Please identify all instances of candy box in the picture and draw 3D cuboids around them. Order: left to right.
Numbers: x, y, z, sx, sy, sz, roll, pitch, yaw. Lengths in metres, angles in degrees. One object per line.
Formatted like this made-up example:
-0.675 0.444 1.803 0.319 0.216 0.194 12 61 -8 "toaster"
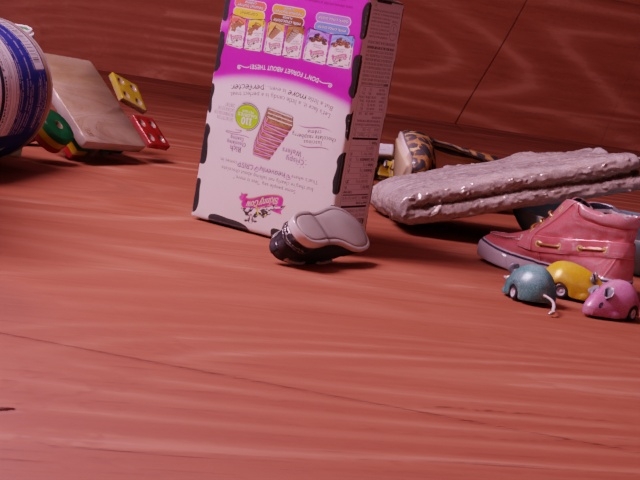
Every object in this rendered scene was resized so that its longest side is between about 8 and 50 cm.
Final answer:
-0.022 -0.120 1.436 0.159 0.233 0.071 16 10 31 "candy box"

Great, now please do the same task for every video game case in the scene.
0.042 -0.123 2.175 0.143 0.019 0.157 5 -3 10 "video game case"

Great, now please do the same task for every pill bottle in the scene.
-0.367 -0.146 1.501 0.153 0.153 0.264 10 8 6 "pill bottle"

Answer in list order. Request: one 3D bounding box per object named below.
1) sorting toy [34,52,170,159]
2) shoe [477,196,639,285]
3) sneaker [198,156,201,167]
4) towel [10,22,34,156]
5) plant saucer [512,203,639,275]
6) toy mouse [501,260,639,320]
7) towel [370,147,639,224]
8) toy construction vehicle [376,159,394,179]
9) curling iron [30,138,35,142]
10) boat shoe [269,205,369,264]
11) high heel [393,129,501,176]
-0.282 -0.151 1.815 0.132 0.046 0.274 56 20 13 "sorting toy"
0.227 -0.004 1.465 0.063 0.081 0.178 2 11 -42 "shoe"
-0.072 -0.113 1.950 0.128 0.087 0.221 18 21 3 "sneaker"
-0.371 -0.166 1.668 0.113 0.152 0.023 10 27 -2 "towel"
0.364 0.005 1.708 0.317 0.044 0.317 9 7 -1 "plant saucer"
0.214 0.041 1.314 0.161 0.031 0.143 13 9 23 "toy mouse"
0.203 -0.064 1.702 0.282 0.049 0.187 -9 6 -6 "towel"
0.073 -0.094 2.105 0.086 0.035 0.098 7 0 -22 "toy construction vehicle"
-0.344 -0.129 1.828 0.068 0.035 0.274 16 10 39 "curling iron"
0.000 0.000 1.324 0.046 0.038 0.125 57 25 13 "boat shoe"
0.183 -0.084 1.909 0.186 0.093 0.261 4 -1 3 "high heel"
